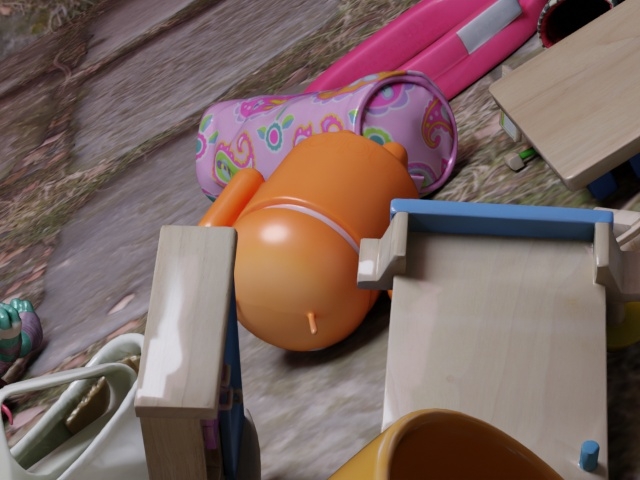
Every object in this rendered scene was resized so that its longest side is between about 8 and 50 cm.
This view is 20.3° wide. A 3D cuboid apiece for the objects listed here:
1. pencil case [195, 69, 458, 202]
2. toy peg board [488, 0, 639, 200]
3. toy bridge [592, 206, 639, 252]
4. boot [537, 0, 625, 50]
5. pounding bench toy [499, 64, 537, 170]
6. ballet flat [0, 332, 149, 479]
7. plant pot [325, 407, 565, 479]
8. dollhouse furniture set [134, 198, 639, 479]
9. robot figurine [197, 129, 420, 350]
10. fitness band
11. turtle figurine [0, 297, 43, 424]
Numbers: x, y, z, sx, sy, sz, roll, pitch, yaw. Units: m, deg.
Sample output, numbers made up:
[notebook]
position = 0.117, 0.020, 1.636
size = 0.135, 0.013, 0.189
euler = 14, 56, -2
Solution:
[pencil case]
position = -0.002, -0.082, 1.623
size = 0.124, 0.124, 0.284
euler = -44, 22, -30
[toy peg board]
position = 0.240, -0.099, 1.379
size = 0.161, 0.079, 0.160
euler = -32, 35, 2
[toy bridge]
position = 0.210, -0.008, 1.250
size = 0.188, 0.026, 0.063
euler = -39, 22, -19
[boot]
position = 0.309, -0.260, 1.623
size = 0.236, 0.085, 0.178
euler = -25, 22, 39
[pounding bench toy]
position = 0.185, -0.099, 1.476
size = 0.065, 0.083, 0.052
euler = -2, 20, -9
[ballet flat]
position = -0.220, 0.176, 1.181
size = 0.139, 0.139, 0.400
euler = -16, 12, 38
[plant pot]
position = 0.032, 0.209, 0.777
size = 0.188, 0.205, 0.205
euler = -40, 15, 24
[dollhouse furniture set]
position = 0.048, 0.145, 1.074
size = 0.303, 0.198, 0.286
euler = 1, 49, 4
[robot figurine]
position = -0.002, 0.000, 1.399
size = 0.128, 0.158, 0.219
euler = -38, 12, 41
[fitness band]
position = 0.104, -0.188, 1.812
size = 0.291, 0.054, 0.209
euler = -36, 17, -14
[turtle figurine]
position = -0.336, 0.121, 1.632
size = 0.175, 0.118, 0.234
euler = -13, 7, 9
